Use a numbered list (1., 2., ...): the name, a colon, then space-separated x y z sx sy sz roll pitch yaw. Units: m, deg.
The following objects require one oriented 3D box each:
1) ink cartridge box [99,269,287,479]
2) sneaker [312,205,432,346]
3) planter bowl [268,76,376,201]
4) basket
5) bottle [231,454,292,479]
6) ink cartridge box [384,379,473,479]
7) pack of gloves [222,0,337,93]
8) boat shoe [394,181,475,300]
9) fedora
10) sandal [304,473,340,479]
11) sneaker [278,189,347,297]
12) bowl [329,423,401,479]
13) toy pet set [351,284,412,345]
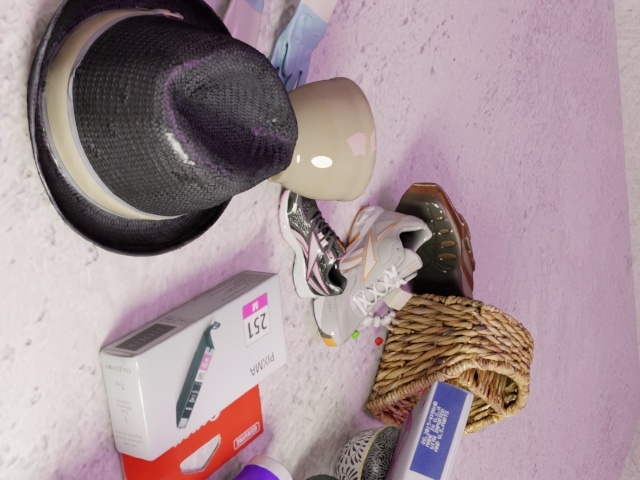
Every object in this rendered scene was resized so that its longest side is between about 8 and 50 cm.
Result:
1. ink cartridge box: -0.134 0.191 1.098 0.275 0.060 0.238 -30 119 -54
2. sneaker: 0.082 0.049 1.372 0.262 0.121 0.099 -62 142 -32
3. planter bowl: -0.017 -0.125 1.164 0.109 0.162 0.162 -7 103 -28
4. basket: 0.248 0.245 1.591 0.299 0.214 0.223 43 58 -53
5. bottle: -0.130 0.381 1.103 0.283 0.092 0.118 -50 136 -43
6. ink cartridge box: 0.112 0.399 1.322 0.330 0.072 0.324 106 6 -64
7. pack of gloves: -0.060 -0.297 1.168 0.195 0.046 0.232 26 84 -57
8. boat shoe: 0.202 0.005 1.584 0.324 0.123 0.119 70 34 -50
9. fedora: -0.132 -0.124 0.944 0.334 0.153 0.333 -19 113 -54
10. sandal: -0.074 0.473 1.146 0.445 0.168 0.107 -57 134 -36
11. sneaker: 0.000 0.000 1.269 0.072 0.077 0.178 -48 134 -46
12. bowl: 0.065 0.366 1.439 0.170 0.080 0.170 -18 111 -57
13. toy pet set: 0.082 0.099 1.463 0.114 0.065 0.122 -49 146 10
